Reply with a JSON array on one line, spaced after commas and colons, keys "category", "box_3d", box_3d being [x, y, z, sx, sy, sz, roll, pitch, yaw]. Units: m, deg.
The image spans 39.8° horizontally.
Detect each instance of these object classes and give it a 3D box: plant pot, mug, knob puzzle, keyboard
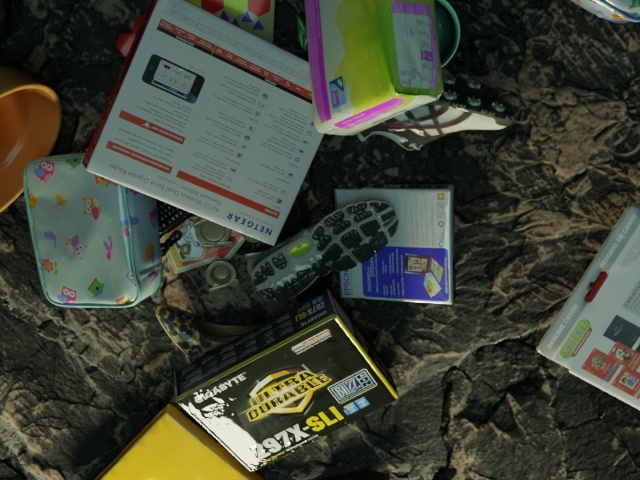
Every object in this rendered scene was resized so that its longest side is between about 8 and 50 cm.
[{"category": "plant pot", "box_3d": [-0.600, -0.186, 1.439, 0.203, 0.291, 0.291, 36, 104, 9]}, {"category": "mug", "box_3d": [0.168, -0.349, 1.439, 0.129, 0.097, 0.158, 38, 103, -7]}, {"category": "knob puzzle", "box_3d": [-0.207, -0.045, 1.574, 0.213, 0.030, 0.213, 1, 105, 2]}, {"category": "keyboard", "box_3d": [-0.293, -0.027, 1.564, 0.180, 0.023, 0.108, -33, 96, 23]}]

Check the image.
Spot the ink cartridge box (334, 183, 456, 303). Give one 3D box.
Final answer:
[{"category": "ink cartridge box", "box_3d": [0.133, 0.004, 1.555, 0.208, 0.045, 0.206, 2, 105, 18]}]

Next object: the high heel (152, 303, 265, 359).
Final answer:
[{"category": "high heel", "box_3d": [-0.154, 0.147, 1.587, 0.261, 0.093, 0.186, 40, 107, -22]}]

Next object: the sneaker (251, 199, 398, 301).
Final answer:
[{"category": "sneaker", "box_3d": [0.000, 0.000, 1.522, 0.275, 0.110, 0.107, -26, 113, 7]}]

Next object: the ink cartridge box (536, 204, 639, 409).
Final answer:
[{"category": "ink cartridge box", "box_3d": [0.555, 0.110, 1.532, 0.271, 0.130, 0.310, 29, 104, -4]}]

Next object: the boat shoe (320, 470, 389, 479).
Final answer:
[{"category": "boat shoe", "box_3d": [0.062, 0.480, 1.697, 0.152, 0.056, 0.049, -9, 110, 15]}]

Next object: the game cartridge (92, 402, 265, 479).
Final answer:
[{"category": "game cartridge", "box_3d": [-0.265, 0.514, 1.723, 0.323, 0.053, 0.285, 42, 103, -11]}]

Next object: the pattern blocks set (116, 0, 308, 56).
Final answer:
[{"category": "pattern blocks set", "box_3d": [-0.165, -0.404, 1.475, 0.324, 0.026, 0.286, 12, 106, -1]}]

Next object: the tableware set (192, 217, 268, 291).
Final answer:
[{"category": "tableware set", "box_3d": [-0.146, 0.017, 1.575, 0.141, 0.020, 0.169, -12, 116, 0]}]

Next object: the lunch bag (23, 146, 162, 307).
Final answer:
[{"category": "lunch bag", "box_3d": [-0.397, -0.026, 1.532, 0.223, 0.108, 0.279, -2, 100, 21]}]

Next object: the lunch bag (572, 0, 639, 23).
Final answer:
[{"category": "lunch bag", "box_3d": [0.449, -0.496, 1.382, 0.303, 0.115, 0.243, 28, 102, -5]}]

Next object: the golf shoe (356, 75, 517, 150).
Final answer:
[{"category": "golf shoe", "box_3d": [0.188, -0.212, 1.489, 0.272, 0.105, 0.120, 10, 123, 4]}]

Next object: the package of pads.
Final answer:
[{"category": "package of pads", "box_3d": [0.073, -0.329, 1.336, 0.101, 0.229, 0.297, -2, 83, -33]}]

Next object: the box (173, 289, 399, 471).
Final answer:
[{"category": "box", "box_3d": [-0.058, 0.258, 1.576, 0.322, 0.079, 0.257, -28, 129, 9]}]

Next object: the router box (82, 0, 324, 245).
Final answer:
[{"category": "router box", "box_3d": [-0.169, -0.192, 1.427, 0.335, 0.082, 0.301, 23, 94, -23]}]
